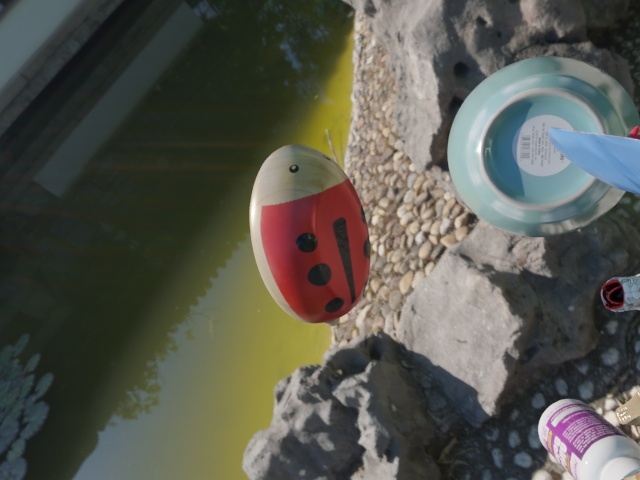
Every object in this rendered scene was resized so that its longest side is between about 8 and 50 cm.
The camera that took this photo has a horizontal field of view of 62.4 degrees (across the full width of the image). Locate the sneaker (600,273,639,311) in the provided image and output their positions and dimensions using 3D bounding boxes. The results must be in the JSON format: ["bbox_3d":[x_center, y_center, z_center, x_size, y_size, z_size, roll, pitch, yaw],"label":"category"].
[{"bbox_3d":[0.752,0.127,1.293,0.145,0.270,0.090,-7,80,9],"label":"sneaker"}]

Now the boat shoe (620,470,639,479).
[{"bbox_3d":[0.546,0.386,0.726,0.123,0.324,0.116,-112,43,-63],"label":"boat shoe"}]

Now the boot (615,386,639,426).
[{"bbox_3d":[0.792,0.348,1.144,0.206,0.248,0.090,-4,63,-6],"label":"boot"}]

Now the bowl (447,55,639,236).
[{"bbox_3d":[0.351,-0.144,0.848,0.311,0.312,0.163,-24,1,24],"label":"bowl"}]

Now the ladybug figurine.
[{"bbox_3d":[0.000,0.000,1.223,0.305,0.449,0.162,-30,25,-35],"label":"ladybug figurine"}]

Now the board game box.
[{"bbox_3d":[0.304,-0.082,0.506,0.033,0.133,0.168,-59,26,5],"label":"board game box"}]

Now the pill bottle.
[{"bbox_3d":[0.691,0.535,1.318,0.169,0.169,0.301,-44,11,2],"label":"pill bottle"}]
